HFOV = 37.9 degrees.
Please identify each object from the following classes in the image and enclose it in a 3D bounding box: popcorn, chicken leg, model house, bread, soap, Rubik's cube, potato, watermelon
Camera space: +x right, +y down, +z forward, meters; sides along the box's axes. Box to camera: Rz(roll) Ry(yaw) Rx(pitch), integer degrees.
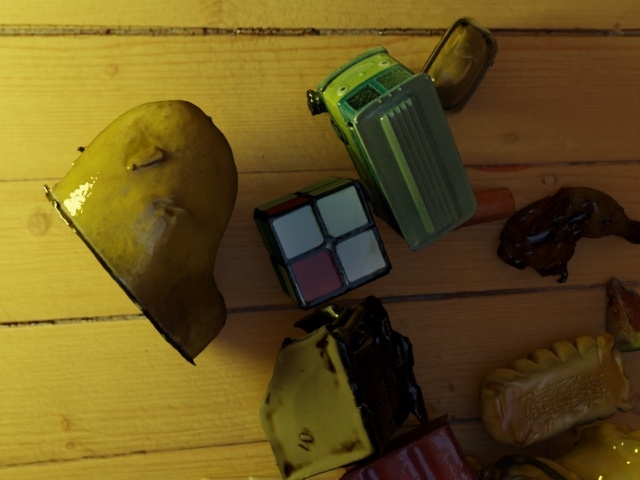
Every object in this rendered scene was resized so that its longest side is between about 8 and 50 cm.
[{"bbox_3d":[0.507,0.495,1.755,0.381,0.349,0.349,29,89,-10],"label":"popcorn"},{"bbox_3d":[0.499,-0.015,1.827,0.322,0.083,0.177,-25,111,-8],"label":"chicken leg"},{"bbox_3d":[0.047,0.237,1.681,0.282,0.297,0.317,-35,110,-47],"label":"model house"},{"bbox_3d":[0.449,0.291,1.821,0.311,0.121,0.173,-15,97,-12],"label":"bread"},{"bbox_3d":[0.216,0.538,1.722,0.233,0.128,0.360,-28,86,7],"label":"soap"},{"bbox_3d":[0.000,0.000,1.651,0.180,0.167,0.183,-21,100,-10],"label":"Rubik's cube"},{"bbox_3d":[-0.227,-0.030,1.530,0.296,0.290,0.397,-41,102,-7],"label":"potato"},{"bbox_3d":[0.625,0.166,1.894,0.097,0.121,0.158,-8,54,-28],"label":"watermelon"}]

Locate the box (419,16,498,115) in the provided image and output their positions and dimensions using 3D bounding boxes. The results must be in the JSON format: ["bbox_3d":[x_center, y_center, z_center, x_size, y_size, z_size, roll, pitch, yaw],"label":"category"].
[{"bbox_3d":[0.246,-0.317,1.707,0.111,0.111,0.177,32,88,-15],"label":"box"}]

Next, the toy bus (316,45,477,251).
[{"bbox_3d":[0.134,-0.158,1.613,0.152,0.190,0.312,-32,127,-7],"label":"toy bus"}]

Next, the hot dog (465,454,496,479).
[{"bbox_3d":[0.256,0.519,1.824,0.102,0.076,0.249,44,86,-11],"label":"hot dog"}]

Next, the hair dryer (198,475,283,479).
[{"bbox_3d":[-0.150,0.601,1.728,0.189,0.107,0.344,3,102,-17],"label":"hair dryer"}]

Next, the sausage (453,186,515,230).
[{"bbox_3d":[0.281,-0.056,1.771,0.169,0.065,0.065,-12,99,-12],"label":"sausage"}]

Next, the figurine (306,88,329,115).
[{"bbox_3d":[0.048,-0.259,1.680,0.136,0.079,0.077,-23,143,-15],"label":"figurine"}]
